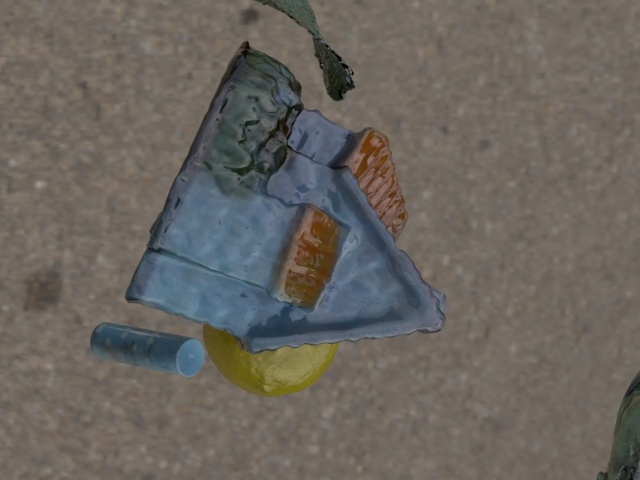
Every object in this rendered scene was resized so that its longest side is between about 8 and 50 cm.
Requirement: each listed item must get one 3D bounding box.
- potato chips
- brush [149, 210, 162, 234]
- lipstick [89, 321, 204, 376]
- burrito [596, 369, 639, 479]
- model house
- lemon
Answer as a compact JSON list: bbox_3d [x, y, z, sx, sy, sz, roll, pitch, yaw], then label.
[{"bbox_3d":[-0.042,-0.243,1.601,0.228,0.059,0.167,46,15,-3],"label":"potato chips"},{"bbox_3d":[-0.082,0.000,1.819,0.043,0.247,0.036,-64,164,-50],"label":"brush"},{"bbox_3d":[-0.210,0.130,1.831,0.048,0.158,0.048,-9,102,-48],"label":"lipstick"},{"bbox_3d":[0.377,0.273,1.770,0.096,0.066,0.309,10,105,-10],"label":"burrito"},{"bbox_3d":[0.000,0.000,1.614,0.339,0.360,0.297,26,84,-4],"label":"model house"},{"bbox_3d":[-0.063,0.111,1.958,0.178,0.203,0.178,-1,100,-8],"label":"lemon"}]
